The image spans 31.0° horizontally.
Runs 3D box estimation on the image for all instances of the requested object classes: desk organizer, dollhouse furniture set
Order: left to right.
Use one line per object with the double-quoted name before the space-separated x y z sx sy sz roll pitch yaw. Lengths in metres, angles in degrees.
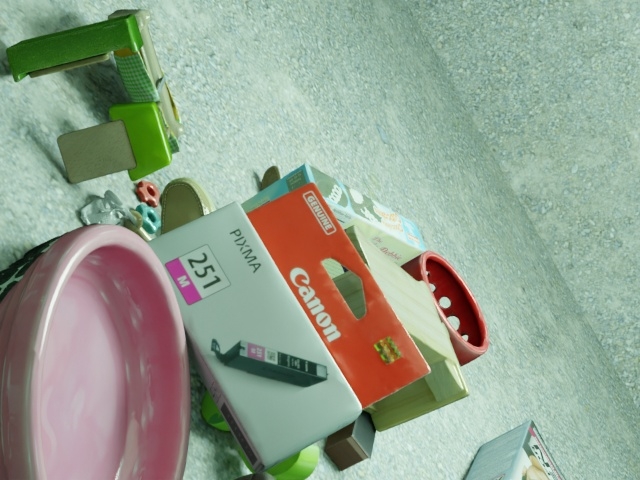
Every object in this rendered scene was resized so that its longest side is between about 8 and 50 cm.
"dollhouse furniture set" -0.284 -0.191 1.524 0.301 0.151 0.197 -104 178 -75
"desk organizer" 0.047 0.267 1.651 0.047 0.050 0.130 53 23 -16

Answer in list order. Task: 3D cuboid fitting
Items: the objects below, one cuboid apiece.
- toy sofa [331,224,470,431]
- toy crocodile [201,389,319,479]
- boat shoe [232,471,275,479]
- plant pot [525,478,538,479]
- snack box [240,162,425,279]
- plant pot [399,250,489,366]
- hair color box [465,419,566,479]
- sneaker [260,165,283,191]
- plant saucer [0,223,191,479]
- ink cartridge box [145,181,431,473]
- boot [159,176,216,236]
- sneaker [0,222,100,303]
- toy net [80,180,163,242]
"toy sofa" 0.060 0.127 1.516 0.362 0.150 0.177 36 31 -64
"toy crocodile" -0.079 0.156 1.458 0.115 0.105 0.340 39 29 -40
"boat shoe" -0.094 0.390 1.137 0.130 0.132 0.355 58 29 -28
"plant pot" 0.148 0.432 1.182 0.252 0.247 0.248 73 3 -53
"snack box" 0.000 0.000 1.711 0.322 0.187 0.060 25 40 -54
"plant pot" 0.151 0.136 1.872 0.191 0.174 0.191 46 26 -30
"hair color box" 0.331 0.441 1.896 0.185 0.113 0.374 60 16 3
"sneaker" -0.057 -0.060 1.857 0.067 0.042 0.118 26 46 -46
"plant saucer" -0.218 0.151 1.071 0.332 0.084 0.332 -2 90 -74
"ink cartridge box" -0.034 0.079 1.272 0.275 0.239 0.060 58 -22 13
"boot" -0.176 0.026 1.370 0.165 0.077 0.213 2 82 -73
"sneaker" -0.270 0.070 1.180 0.118 0.107 0.279 64 24 -11
"toy net" -0.221 -0.038 1.484 0.232 0.045 0.122 13 50 -60
